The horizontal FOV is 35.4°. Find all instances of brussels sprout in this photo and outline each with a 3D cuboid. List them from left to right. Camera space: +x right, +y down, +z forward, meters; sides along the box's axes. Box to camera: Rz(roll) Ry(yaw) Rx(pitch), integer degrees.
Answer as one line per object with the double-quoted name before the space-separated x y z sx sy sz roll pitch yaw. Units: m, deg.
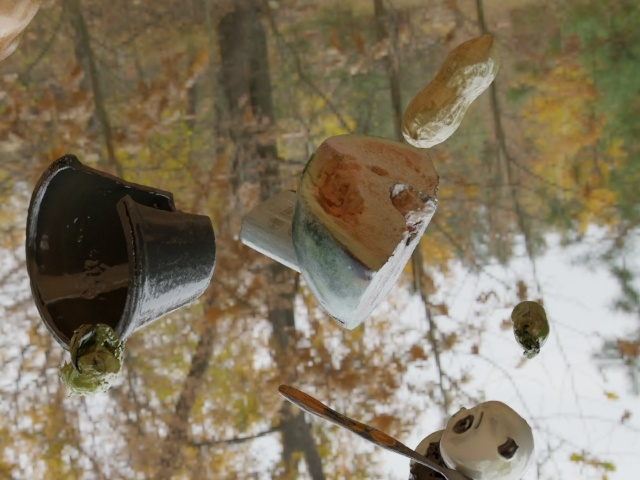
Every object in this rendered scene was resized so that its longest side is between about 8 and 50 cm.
"brussels sprout" -0.245 0.130 1.092 0.085 0.085 0.058 -14 -170 -41

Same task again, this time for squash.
"squash" 0.269 0.110 1.292 0.052 0.052 0.183 -4 -175 12

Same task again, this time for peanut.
"peanut" 0.245 -0.274 1.870 0.101 0.263 0.117 25 -149 -25

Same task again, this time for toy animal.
"toy animal" 0.224 0.303 1.443 0.138 0.179 0.166 40 -147 10

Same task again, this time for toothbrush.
"toothbrush" 0.078 0.275 1.398 0.321 0.031 0.023 26 -125 17

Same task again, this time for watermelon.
"watermelon" 0.031 -0.012 1.326 0.175 0.188 0.322 34 -149 10

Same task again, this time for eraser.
"eraser" 0.000 0.000 1.749 0.227 0.081 0.174 26 -148 26

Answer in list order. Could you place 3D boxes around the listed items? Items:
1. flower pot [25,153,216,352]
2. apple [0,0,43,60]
"flower pot" -0.364 0.030 1.902 0.379 0.379 0.251 3 -174 43
"apple" -0.509 -0.373 1.460 0.253 0.254 0.253 -5 -171 1
